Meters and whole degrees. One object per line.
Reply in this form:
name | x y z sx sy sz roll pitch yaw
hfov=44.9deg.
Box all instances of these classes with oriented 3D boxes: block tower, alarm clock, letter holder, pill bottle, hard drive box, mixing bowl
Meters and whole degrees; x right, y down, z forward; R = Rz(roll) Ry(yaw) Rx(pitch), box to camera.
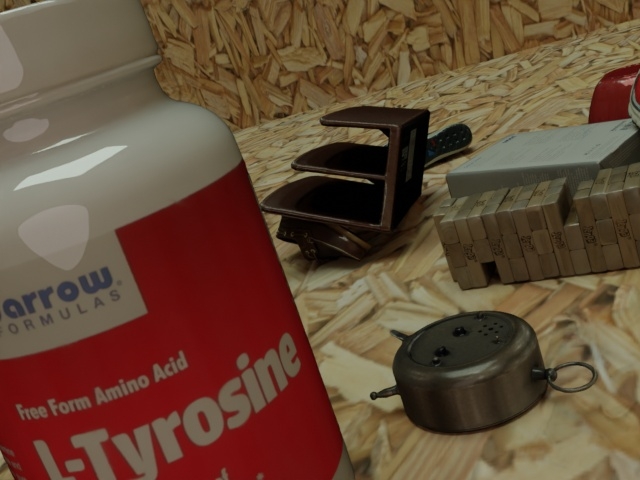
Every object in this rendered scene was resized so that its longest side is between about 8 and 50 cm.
block tower | 0.297 -0.021 0.866 0.335 0.097 0.091 -12 17 29
alarm clock | 0.144 0.109 0.671 0.192 0.064 0.129 0 24 40
letter holder | 0.042 -0.130 1.218 0.214 0.152 0.302 8 15 14
pill bottle | -0.137 0.048 0.549 0.228 0.408 0.229 -18 16 5
hard drive box | 0.323 -0.090 1.067 0.232 0.089 0.181 0 25 47
mixing bowl | 0.538 -0.244 1.319 0.181 0.098 0.181 -16 17 5

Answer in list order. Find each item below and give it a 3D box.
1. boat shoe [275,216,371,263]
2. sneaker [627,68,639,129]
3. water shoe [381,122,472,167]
boat shoe | 0.000 0.000 1.179 0.073 0.073 0.207 -58 32 -3
sneaker | 0.478 -0.144 0.899 0.107 0.118 0.279 -20 42 -27
water shoe | 0.204 -0.174 1.547 0.203 0.073 0.080 -15 -6 -3
